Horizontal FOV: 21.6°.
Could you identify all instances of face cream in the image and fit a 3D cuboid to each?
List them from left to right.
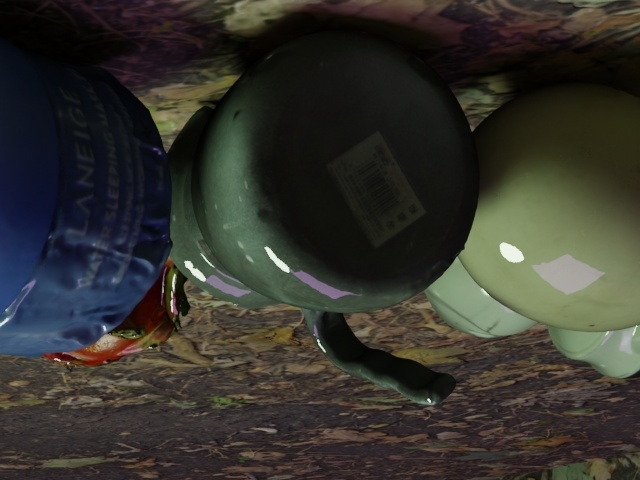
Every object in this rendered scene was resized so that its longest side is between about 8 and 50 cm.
[{"bbox_3d":[-0.268,-0.037,1.297,0.249,0.249,0.225,-14,166,33],"label":"face cream"}]

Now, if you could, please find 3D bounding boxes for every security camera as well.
[{"bbox_3d":[0.240,0.036,1.773,0.277,0.197,0.191,10,169,-21],"label":"security camera"}]

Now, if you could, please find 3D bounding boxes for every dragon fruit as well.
[{"bbox_3d":[-0.199,0.040,1.715,0.269,0.198,0.200,-16,140,15],"label":"dragon fruit"}]

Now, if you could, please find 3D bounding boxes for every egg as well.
[{"bbox_3d":[0.230,-0.029,1.460,0.269,0.219,0.219,18,155,-39],"label":"egg"}]

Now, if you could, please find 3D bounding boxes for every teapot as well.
[{"bbox_3d":[0.006,-0.022,1.424,0.305,0.223,0.285,32,160,-21],"label":"teapot"}]
